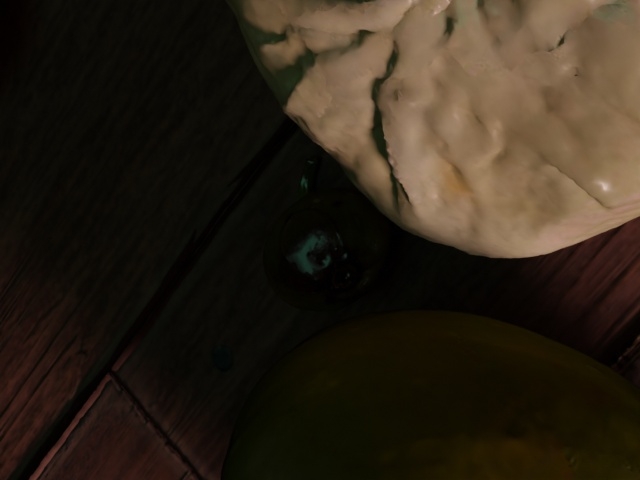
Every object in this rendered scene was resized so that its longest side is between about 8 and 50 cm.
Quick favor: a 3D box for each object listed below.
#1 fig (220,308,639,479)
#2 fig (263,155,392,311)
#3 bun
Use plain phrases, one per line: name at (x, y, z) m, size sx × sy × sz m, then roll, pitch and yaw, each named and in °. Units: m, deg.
fig at (0.096, 0.183, 0.940) m, size 0.316 × 0.316 × 0.316 m, roll 7°, pitch 104°, yaw 32°
fig at (0.000, 0.000, 1.083) m, size 0.098 × 0.082 × 0.084 m, roll -118°, pitch 27°, yaw -56°
bun at (0.096, -0.157, 0.894) m, size 0.361 × 0.213 × 0.361 m, roll 8°, pitch 104°, yaw 35°
